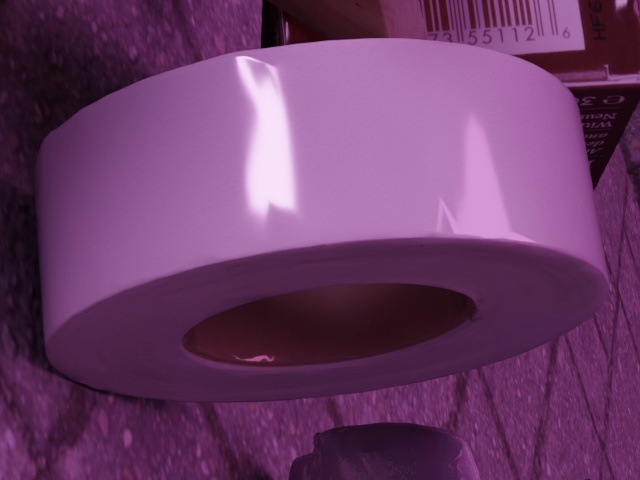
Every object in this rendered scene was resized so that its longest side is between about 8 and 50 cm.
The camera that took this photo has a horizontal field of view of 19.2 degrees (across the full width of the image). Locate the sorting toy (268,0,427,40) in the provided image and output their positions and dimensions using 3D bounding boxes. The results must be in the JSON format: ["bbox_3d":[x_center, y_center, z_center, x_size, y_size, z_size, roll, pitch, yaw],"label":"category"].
[{"bbox_3d":[-0.048,-0.234,0.863,0.089,0.257,0.255,-46,152,-17],"label":"sorting toy"}]

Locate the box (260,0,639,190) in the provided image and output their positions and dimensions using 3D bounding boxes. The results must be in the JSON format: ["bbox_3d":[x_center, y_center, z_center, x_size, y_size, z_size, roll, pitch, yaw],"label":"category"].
[{"bbox_3d":[0.060,-0.071,1.134,0.381,0.191,0.143,96,-11,-72],"label":"box"}]

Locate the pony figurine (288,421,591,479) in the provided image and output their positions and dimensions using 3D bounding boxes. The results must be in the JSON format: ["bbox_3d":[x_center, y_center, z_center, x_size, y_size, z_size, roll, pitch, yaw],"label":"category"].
[{"bbox_3d":[0.078,0.244,1.027,0.363,0.351,0.303,-10,83,-54],"label":"pony figurine"}]

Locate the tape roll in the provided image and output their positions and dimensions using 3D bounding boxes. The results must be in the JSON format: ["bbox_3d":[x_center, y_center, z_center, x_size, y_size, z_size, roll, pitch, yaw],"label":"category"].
[{"bbox_3d":[0.000,0.000,0.954,0.286,0.286,0.100,36,43,-64],"label":"tape roll"}]
